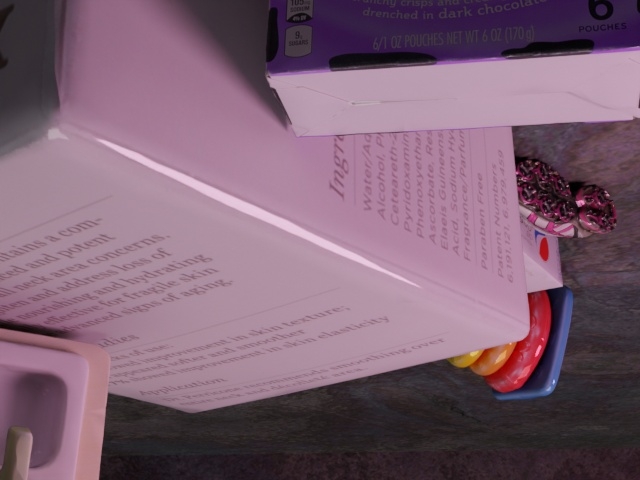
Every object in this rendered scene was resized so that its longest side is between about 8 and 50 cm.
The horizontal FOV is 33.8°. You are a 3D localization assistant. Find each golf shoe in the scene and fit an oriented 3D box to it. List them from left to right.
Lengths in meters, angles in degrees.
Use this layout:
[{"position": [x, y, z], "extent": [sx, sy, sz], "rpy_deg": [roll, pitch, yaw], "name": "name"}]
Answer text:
[{"position": [0.252, -0.036, 1.192], "extent": [0.186, 0.067, 0.086], "rpy_deg": [18, 153, -39], "name": "golf shoe"}]

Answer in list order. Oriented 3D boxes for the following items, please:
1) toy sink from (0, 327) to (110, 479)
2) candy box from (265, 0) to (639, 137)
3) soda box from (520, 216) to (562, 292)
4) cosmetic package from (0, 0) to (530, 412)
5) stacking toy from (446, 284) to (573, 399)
[{"position": [-0.219, 0.122, 0.626], "extent": [0.153, 0.131, 0.234], "rpy_deg": [13, 160, -28], "name": "toy sink"}, {"position": [0.064, -0.154, 0.503], "extent": [0.165, 0.196, 0.070], "rpy_deg": [-3, 159, 11], "name": "candy box"}, {"position": [0.223, 0.002, 1.282], "extent": [0.074, 0.069, 0.216], "rpy_deg": [-14, 154, 28], "name": "soda box"}, {"position": [-0.108, -0.097, 0.690], "extent": [0.330, 0.327, 0.394], "rpy_deg": [-17, 153, 35], "name": "cosmetic package"}, {"position": [0.182, 0.104, 1.460], "extent": [0.302, 0.165, 0.175], "rpy_deg": [18, 164, -14], "name": "stacking toy"}]
